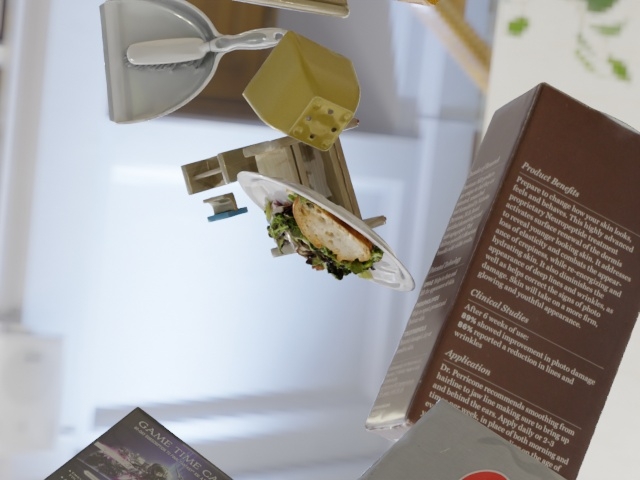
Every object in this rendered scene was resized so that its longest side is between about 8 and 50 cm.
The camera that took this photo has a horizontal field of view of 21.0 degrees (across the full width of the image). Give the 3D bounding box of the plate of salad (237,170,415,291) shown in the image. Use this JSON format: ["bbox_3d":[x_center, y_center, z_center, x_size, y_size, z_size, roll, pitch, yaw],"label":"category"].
[{"bbox_3d":[0.000,0.000,1.633,0.200,0.048,0.200,31,169,7],"label":"plate of salad"}]

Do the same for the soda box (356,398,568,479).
[{"bbox_3d":[0.151,0.218,1.119,0.098,0.091,0.286,-42,-139,-17],"label":"soda box"}]

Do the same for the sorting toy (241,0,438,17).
[{"bbox_3d":[-0.031,-0.306,1.537,0.307,0.229,0.041,6,155,-26],"label":"sorting toy"}]

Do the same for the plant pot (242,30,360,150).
[{"bbox_3d":[-0.011,-0.130,1.616,0.081,0.081,0.083,22,-152,-33],"label":"plant pot"}]

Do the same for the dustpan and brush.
[{"bbox_3d":[-0.138,-0.210,1.892,0.211,0.147,0.060,-6,176,2],"label":"dustpan and brush"}]

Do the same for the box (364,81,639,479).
[{"bbox_3d":[0.211,0.056,1.743,0.191,0.381,0.143,28,165,-12],"label":"box"}]

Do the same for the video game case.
[{"bbox_3d":[-0.237,0.332,2.131,0.196,0.026,0.274,36,-142,15],"label":"video game case"}]

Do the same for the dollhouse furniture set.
[{"bbox_3d":[-0.042,-0.053,1.980,0.129,0.129,0.183,-18,-176,-41],"label":"dollhouse furniture set"}]
